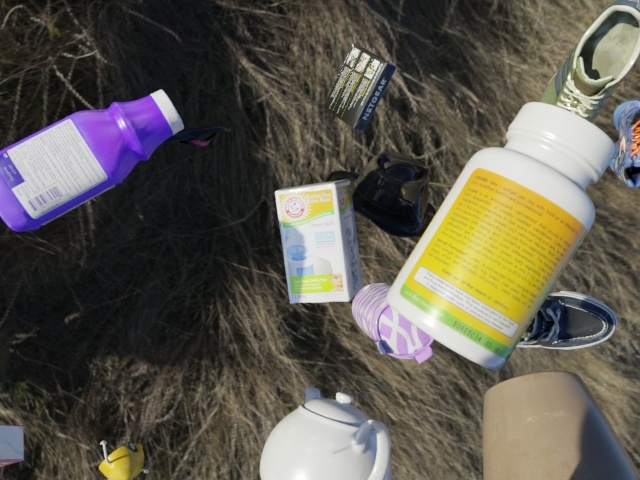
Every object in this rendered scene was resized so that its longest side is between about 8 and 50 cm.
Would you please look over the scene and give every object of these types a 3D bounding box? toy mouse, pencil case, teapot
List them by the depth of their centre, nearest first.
[{"bbox_3d":[-0.237,0.272,0.626,0.143,0.031,0.161,-41,159,-7],"label":"toy mouse"},{"bbox_3d":[0.099,0.106,0.817,0.086,0.206,0.088,-38,95,-3],"label":"pencil case"},{"bbox_3d":[0.023,0.366,1.064,0.252,0.256,0.187,32,74,-65],"label":"teapot"}]

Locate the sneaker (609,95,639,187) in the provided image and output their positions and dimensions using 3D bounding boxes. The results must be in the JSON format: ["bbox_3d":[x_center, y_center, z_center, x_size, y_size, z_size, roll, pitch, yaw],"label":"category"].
[{"bbox_3d":[0.594,-0.183,1.109,0.221,0.083,0.087,60,19,-51],"label":"sneaker"}]

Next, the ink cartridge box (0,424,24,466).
[{"bbox_3d":[-0.645,0.379,1.055,0.115,0.198,0.067,43,32,-63],"label":"ink cartridge box"}]

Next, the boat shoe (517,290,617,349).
[{"bbox_3d":[0.378,0.141,1.057,0.301,0.102,0.108,8,97,3],"label":"boat shoe"}]

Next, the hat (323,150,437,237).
[{"bbox_3d":[0.179,-0.130,1.402,0.331,0.331,0.134,5,120,-38],"label":"hat"}]

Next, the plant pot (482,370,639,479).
[{"bbox_3d":[0.336,0.322,0.873,0.263,0.263,0.229,19,50,-38],"label":"plant pot"}]

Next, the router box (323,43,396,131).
[{"bbox_3d":[0.095,-0.383,1.500,0.046,0.133,0.179,5,120,-46],"label":"router box"}]

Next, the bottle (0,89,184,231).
[{"bbox_3d":[-0.338,-0.125,0.867,0.283,0.092,0.118,-33,99,-12],"label":"bottle"}]

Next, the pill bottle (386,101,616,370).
[{"bbox_3d":[0.185,-0.007,0.604,0.136,0.136,0.245,29,94,-37],"label":"pill bottle"}]

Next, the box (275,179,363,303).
[{"bbox_3d":[0.000,0.000,1.059,0.103,0.114,0.203,-27,112,-70],"label":"box"}]

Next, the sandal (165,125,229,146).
[{"bbox_3d":[-0.269,-0.212,1.250,0.179,0.067,0.040,-22,110,-42],"label":"sandal"}]

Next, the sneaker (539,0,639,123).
[{"bbox_3d":[0.274,-0.167,0.620,0.086,0.064,0.192,-38,158,-52],"label":"sneaker"}]
